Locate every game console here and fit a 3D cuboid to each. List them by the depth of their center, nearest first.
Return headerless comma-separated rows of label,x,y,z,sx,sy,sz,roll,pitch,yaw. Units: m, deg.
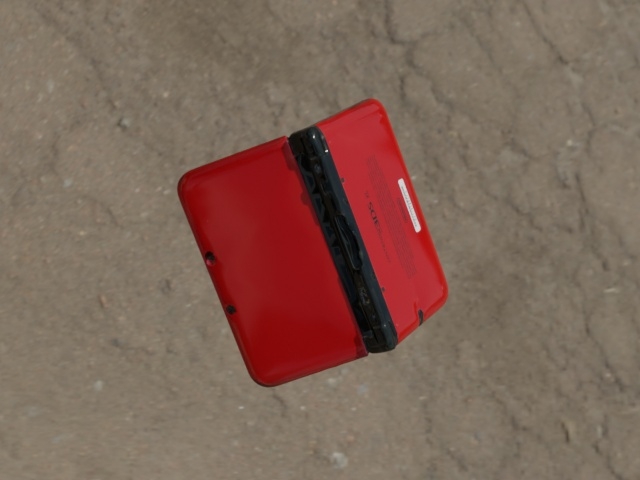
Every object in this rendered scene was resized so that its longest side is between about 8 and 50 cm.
game console,0.000,0.000,0.684,0.124,0.085,0.144,-33,106,-49
